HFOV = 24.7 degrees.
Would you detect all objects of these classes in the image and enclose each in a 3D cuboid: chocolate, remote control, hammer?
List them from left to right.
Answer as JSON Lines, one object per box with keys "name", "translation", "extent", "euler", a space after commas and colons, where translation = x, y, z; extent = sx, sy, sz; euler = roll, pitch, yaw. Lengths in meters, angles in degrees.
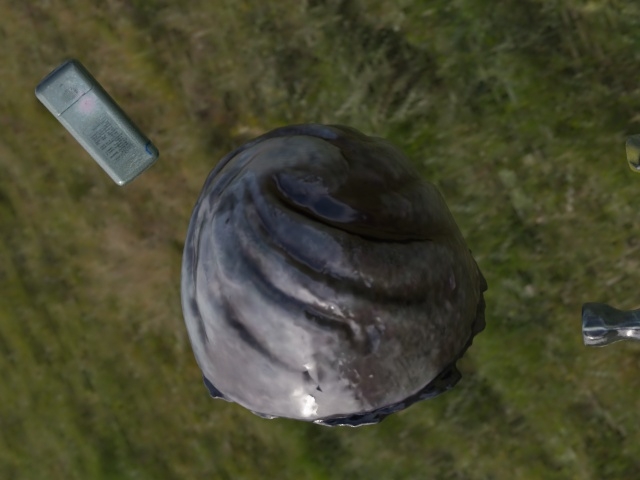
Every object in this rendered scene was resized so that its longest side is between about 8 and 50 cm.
{"name": "remote control", "translation": [-0.203, -0.107, 1.338], "extent": [0.124, 0.053, 0.018], "euler": [48, -170, -19]}
{"name": "chocolate", "translation": [0.000, 0.000, 1.372], "extent": [0.303, 0.303, 0.213], "euler": [37, 154, 42]}
{"name": "hammer", "translation": [0.295, -0.004, 1.210], "extent": [0.226, 0.159, 0.041], "euler": [-82, -18, -44]}
